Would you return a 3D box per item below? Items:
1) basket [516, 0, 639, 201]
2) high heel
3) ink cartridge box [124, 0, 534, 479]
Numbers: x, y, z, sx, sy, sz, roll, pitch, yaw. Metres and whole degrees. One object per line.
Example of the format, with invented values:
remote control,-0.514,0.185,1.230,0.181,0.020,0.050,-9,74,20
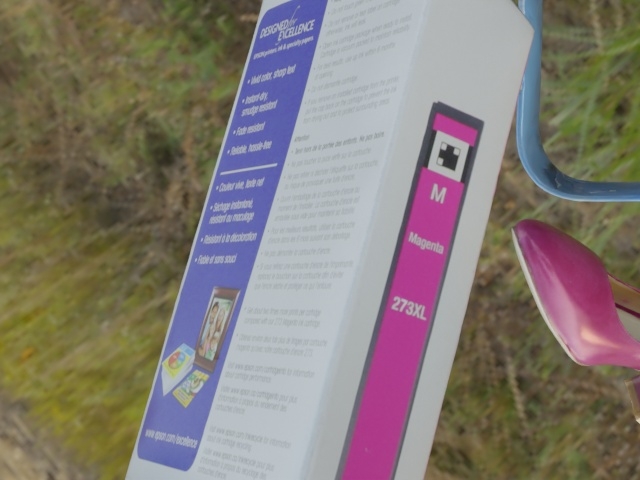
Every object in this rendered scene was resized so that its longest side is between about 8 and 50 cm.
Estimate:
basket,0.224,-0.134,0.657,0.289,0.201,0.254,7,117,34
high heel,0.216,0.045,0.869,0.117,0.082,0.244,-30,125,20
ink cartridge box,0.000,0.000,0.634,0.069,0.370,0.176,18,170,-27
